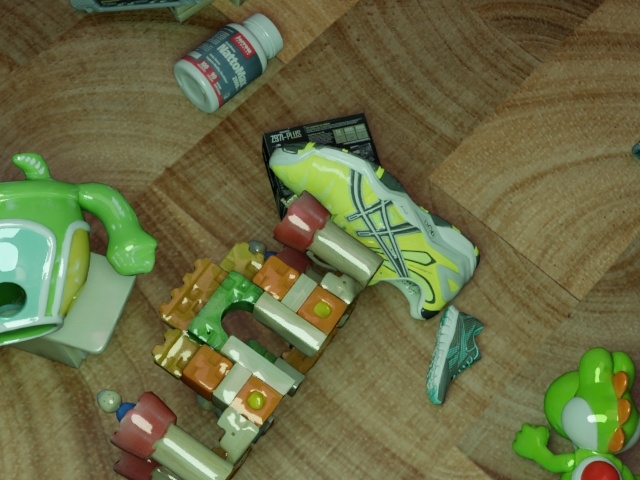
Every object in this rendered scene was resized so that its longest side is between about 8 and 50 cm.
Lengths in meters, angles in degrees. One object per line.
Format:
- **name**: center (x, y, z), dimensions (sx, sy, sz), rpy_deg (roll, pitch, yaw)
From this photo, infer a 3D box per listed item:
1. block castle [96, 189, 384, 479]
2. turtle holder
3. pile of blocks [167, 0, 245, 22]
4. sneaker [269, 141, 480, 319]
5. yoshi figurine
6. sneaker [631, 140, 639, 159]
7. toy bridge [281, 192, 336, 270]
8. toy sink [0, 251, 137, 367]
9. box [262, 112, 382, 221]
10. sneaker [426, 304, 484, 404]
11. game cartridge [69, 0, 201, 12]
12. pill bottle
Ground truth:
- **block castle**: center (-0.126, 0.160, 1.606), dimensions (0.213, 0.303, 0.453), rpy_deg (35, 68, 5)
- **turtle holder**: center (-0.423, 0.023, 1.566), dimensions (0.320, 0.243, 0.227), rpy_deg (-5, 74, -39)
- **pile of blocks**: center (-0.138, -0.517, 2.016), dimensions (0.362, 0.112, 0.148), rpy_deg (-13, 67, -10)
- **sneaker**: center (0.077, -0.017, 1.731), dimensions (0.385, 0.145, 0.147), rpy_deg (34, 74, -13)
- **yoshi figurine**: center (0.394, 0.343, 1.653), dimensions (0.203, 0.204, 0.362), rpy_deg (2, 75, 42)
- **sneaker**: center (0.606, -0.179, 1.914), dimensions (0.125, 0.104, 0.261), rpy_deg (2, 65, 0)
- **toy bridge**: center (0.000, 0.000, 1.792), dimensions (0.063, 0.026, 0.188), rpy_deg (-44, 103, -1)
- **toy sink**: center (-0.405, 0.098, 1.708), dimensions (0.234, 0.131, 0.152), rpy_deg (15, 65, 9)
- **box**: center (0.005, -0.120, 1.861), dimensions (0.180, 0.077, 0.147), rpy_deg (-13, 68, -9)
- **sneaker**: center (0.217, 0.185, 1.746), dimensions (0.076, 0.065, 0.166), rpy_deg (18, 68, -1)
- **game cartridge**: center (-0.295, -0.500, 1.959), dimensions (0.297, 0.062, 0.198), rpy_deg (3, 65, 31)
- **pill bottle**: center (-0.157, -0.315, 1.924), dimensions (0.108, 0.108, 0.180), rpy_deg (43, 70, 15)
